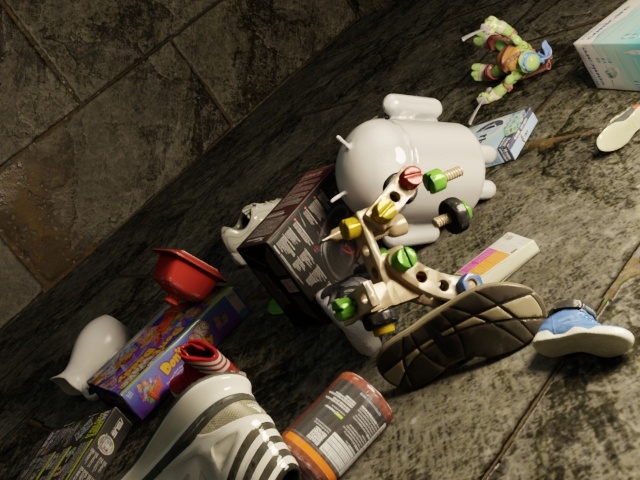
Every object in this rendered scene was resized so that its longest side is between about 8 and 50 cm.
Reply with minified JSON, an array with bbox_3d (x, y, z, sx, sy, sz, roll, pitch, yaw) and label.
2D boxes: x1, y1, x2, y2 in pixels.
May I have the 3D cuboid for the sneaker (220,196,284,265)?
[{"bbox_3d":[-0.135,-0.061,2.290,0.292,0.118,0.110,-40,19,-18],"label":"sneaker"}]

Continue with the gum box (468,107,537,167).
[{"bbox_3d":[0.374,-0.215,1.936,0.184,0.041,0.157,-16,27,44],"label":"gum box"}]

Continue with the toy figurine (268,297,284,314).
[{"bbox_3d":[-0.084,0.049,1.898,0.173,0.159,0.130,-37,20,-7],"label":"toy figurine"}]

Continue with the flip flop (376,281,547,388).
[{"bbox_3d":[0.211,0.140,1.331,0.277,0.112,0.080,-32,5,24],"label":"flip flop"}]

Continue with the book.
[{"bbox_3d":[0.295,0.041,1.501,0.144,0.035,0.096,-37,17,-6],"label":"book"}]

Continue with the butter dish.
[{"bbox_3d":[-0.320,0.095,1.996,0.160,0.160,0.118,2,64,59],"label":"butter dish"}]

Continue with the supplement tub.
[{"bbox_3d":[0.007,0.294,1.280,0.198,0.106,0.106,-43,21,-20],"label":"supplement tub"}]

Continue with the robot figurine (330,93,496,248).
[{"bbox_3d":[0.178,-0.135,1.703,0.354,0.299,0.200,-1,-1,-29],"label":"robot figurine"}]

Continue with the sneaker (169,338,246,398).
[{"bbox_3d":[-0.255,0.252,1.755,0.221,0.128,0.087,-17,27,41],"label":"sneaker"}]

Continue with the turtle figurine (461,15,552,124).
[{"bbox_3d":[0.418,-0.456,2.186,0.275,0.197,0.266,-31,16,2],"label":"turtle figurine"}]

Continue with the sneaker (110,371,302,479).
[{"bbox_3d":[-0.185,0.425,1.198,0.257,0.169,0.447,48,112,36],"label":"sneaker"}]

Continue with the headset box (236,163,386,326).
[{"bbox_3d":[0.000,0.000,1.788,0.110,0.218,0.293,-11,32,48],"label":"headset box"}]

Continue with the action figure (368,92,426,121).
[{"bbox_3d":[0.182,-0.294,2.351,0.285,0.099,0.185,-15,35,51],"label":"action figure"}]

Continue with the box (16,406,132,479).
[{"bbox_3d":[-0.535,0.480,1.789,0.216,0.060,0.270,-23,23,28],"label":"box"}]

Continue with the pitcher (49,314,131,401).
[{"bbox_3d":[-0.551,0.298,2.166,0.178,0.125,0.207,14,60,38],"label":"pitcher"}]

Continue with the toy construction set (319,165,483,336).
[{"bbox_3d":[0.085,0.025,1.426,0.237,0.257,0.309,-24,16,-21],"label":"toy construction set"}]

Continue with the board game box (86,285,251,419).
[{"bbox_3d":[-0.350,0.244,1.997,0.347,0.078,0.233,-45,22,-26],"label":"board game box"}]

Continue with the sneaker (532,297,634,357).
[{"bbox_3d":[0.366,0.113,1.187,0.152,0.058,0.084,-18,34,54],"label":"sneaker"}]

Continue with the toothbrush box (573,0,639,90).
[{"bbox_3d":[0.692,-0.410,1.745,0.216,0.126,0.295,-39,21,-7],"label":"toothbrush box"}]

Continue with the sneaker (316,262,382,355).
[{"bbox_3d":[0.089,0.106,1.574,0.153,0.101,0.268,-39,18,-3],"label":"sneaker"}]

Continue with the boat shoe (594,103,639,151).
[{"bbox_3d":[0.560,-0.210,1.622,0.137,0.049,0.043,-38,17,-14],"label":"boat shoe"}]
